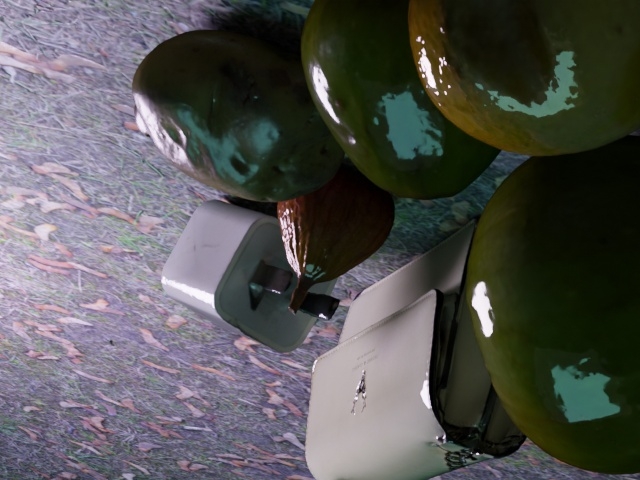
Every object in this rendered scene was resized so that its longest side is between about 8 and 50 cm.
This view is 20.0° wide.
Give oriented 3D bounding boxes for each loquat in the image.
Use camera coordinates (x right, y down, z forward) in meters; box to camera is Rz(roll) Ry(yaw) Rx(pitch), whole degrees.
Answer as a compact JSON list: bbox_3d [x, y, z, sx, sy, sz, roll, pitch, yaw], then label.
[{"bbox_3d":[0.161,-0.160,1.267,0.213,0.213,0.213,16,158,7],"label":"loquat"}]

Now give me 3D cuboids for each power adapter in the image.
[{"bbox_3d":[-0.059,0.043,1.940,0.130,0.125,0.205,34,171,-32],"label":"power adapter"}]

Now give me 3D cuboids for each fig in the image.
[{"bbox_3d":[0.077,-0.128,1.452,0.181,0.191,0.181,-6,-176,0],"label":"fig"},{"bbox_3d":[-0.002,-0.015,1.826,0.119,0.153,0.119,25,136,27],"label":"fig"},{"bbox_3d":[0.289,0.045,1.550,0.316,0.316,0.316,16,158,7],"label":"fig"}]

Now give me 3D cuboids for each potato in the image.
[{"bbox_3d":[-0.071,-0.116,1.647,0.200,0.137,0.155,13,127,14],"label":"potato"}]

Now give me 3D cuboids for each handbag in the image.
[{"bbox_3d":[0.116,0.144,1.959,0.160,0.237,0.358,22,158,-14],"label":"handbag"}]
